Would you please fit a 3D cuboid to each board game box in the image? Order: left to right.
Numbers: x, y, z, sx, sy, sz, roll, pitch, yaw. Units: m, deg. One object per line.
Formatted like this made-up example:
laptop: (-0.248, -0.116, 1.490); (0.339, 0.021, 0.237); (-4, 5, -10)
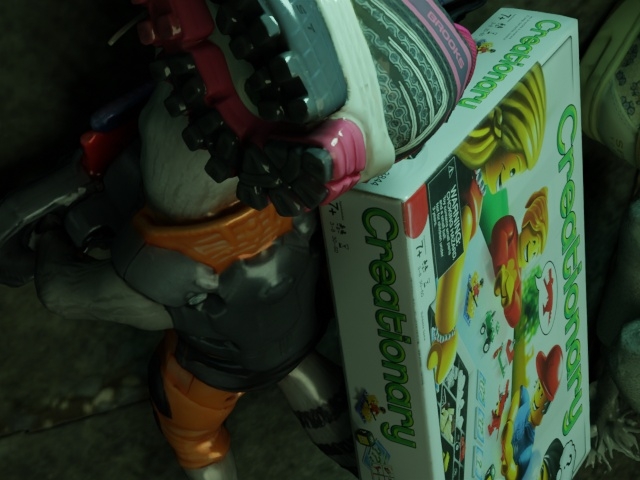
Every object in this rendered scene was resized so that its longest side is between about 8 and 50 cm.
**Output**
board game box: (0.084, 0.054, 0.773); (0.193, 0.053, 0.305); (-46, 138, -42)

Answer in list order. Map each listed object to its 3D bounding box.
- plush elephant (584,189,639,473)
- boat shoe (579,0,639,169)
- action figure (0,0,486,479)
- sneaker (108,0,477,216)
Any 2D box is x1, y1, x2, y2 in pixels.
plush elephant: (0.329, 0.106, 0.994); (0.272, 0.255, 0.330); (-22, 141, -45)
boat shoe: (0.263, -0.170, 0.877); (0.104, 0.089, 0.285); (10, 115, -41)
action figure: (0.000, 0.000, 0.757); (0.341, 0.178, 0.330); (-35, 146, -8)
sneaker: (-0.044, -0.161, 0.576); (0.112, 0.121, 0.299); (-31, 100, -34)
